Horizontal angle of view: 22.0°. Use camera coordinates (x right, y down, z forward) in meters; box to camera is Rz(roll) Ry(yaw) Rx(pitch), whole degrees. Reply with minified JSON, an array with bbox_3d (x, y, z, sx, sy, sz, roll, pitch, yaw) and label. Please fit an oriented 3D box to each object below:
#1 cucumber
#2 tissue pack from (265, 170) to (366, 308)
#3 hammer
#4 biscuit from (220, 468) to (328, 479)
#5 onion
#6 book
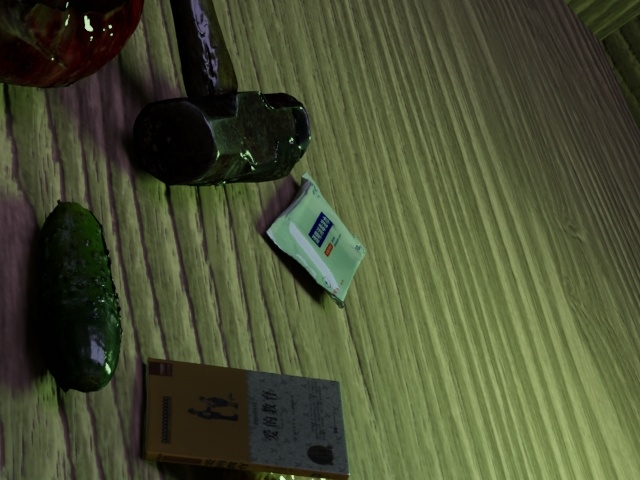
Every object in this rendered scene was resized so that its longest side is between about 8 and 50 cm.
[{"bbox_3d":[-0.199,0.038,1.332,0.069,0.069,0.227,40,22,-35],"label":"cucumber"},{"bbox_3d":[0.000,0.000,1.872,0.122,0.026,0.193,51,21,-10],"label":"tissue pack"},{"bbox_3d":[-0.138,-0.252,1.700,0.242,0.095,0.408,-17,93,-65],"label":"hammer"},{"bbox_3d":[0.038,0.284,1.491,0.379,0.054,0.094,44,23,-29],"label":"biscuit"},{"bbox_3d":[-0.263,-0.255,1.449,0.246,0.190,0.246,26,40,-24],"label":"onion"},{"bbox_3d":[-0.062,0.150,1.387,0.172,0.012,0.118,8,36,-11],"label":"book"}]
